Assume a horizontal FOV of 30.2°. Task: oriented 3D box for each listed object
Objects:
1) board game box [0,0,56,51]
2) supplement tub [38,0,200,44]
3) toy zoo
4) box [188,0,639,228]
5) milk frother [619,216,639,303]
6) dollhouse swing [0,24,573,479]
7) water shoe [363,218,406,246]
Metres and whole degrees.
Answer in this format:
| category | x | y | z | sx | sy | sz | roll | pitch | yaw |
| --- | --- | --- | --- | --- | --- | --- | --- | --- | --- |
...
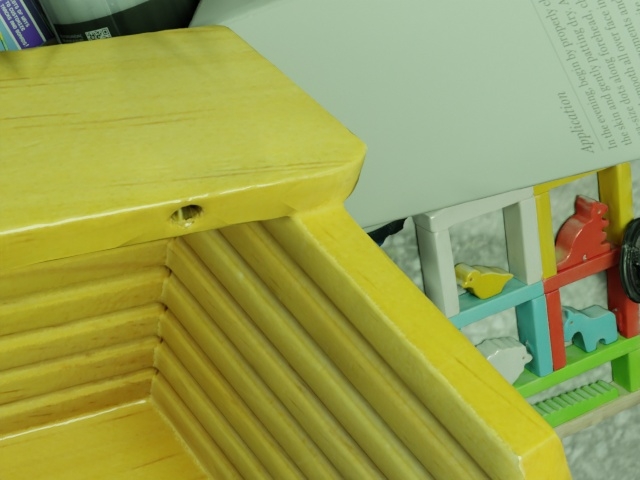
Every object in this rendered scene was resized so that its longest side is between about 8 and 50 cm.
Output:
| category | x | y | z | sx | sy | sz | roll | pitch | yaw |
| --- | --- | --- | --- | --- | --- | --- | --- | --- | --- |
| board game box | -0.262 | -0.171 | 0.678 | 0.136 | 0.035 | 0.201 | -33 | 120 | -13 |
| supplement tub | -0.089 | -0.103 | 0.742 | 0.117 | 0.117 | 0.190 | -29 | 118 | -15 |
| toy zoo | 0.177 | 0.038 | 0.978 | 0.192 | 0.030 | 0.293 | -19 | 115 | -20 |
| box | 0.131 | -0.164 | 0.668 | 0.168 | 0.345 | 0.215 | 55 | 35 | -34 |
| milk frother | 0.334 | 0.004 | 0.968 | 0.129 | 0.135 | 0.143 | 50 | 53 | -8 |
| dollhouse swing | -0.096 | 0.123 | 0.633 | 0.315 | 0.305 | 0.347 | -12 | 145 | -23 |
| water shoe | 0.000 | 0.000 | 0.864 | 0.203 | 0.073 | 0.080 | -28 | 140 | -11 |
